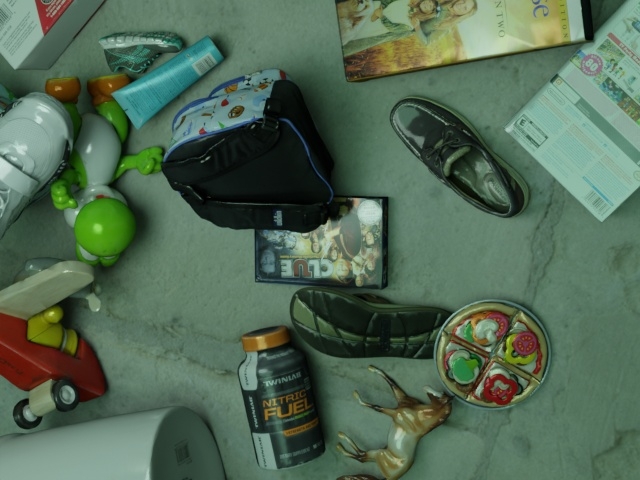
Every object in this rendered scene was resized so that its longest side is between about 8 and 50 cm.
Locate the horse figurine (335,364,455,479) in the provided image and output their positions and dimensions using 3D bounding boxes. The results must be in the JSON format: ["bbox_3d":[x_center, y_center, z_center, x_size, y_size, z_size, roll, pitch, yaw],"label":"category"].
[{"bbox_3d":[0.123,0.353,1.764,0.174,0.066,0.263,26,102,19],"label":"horse figurine"}]

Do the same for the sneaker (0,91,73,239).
[{"bbox_3d":[-0.547,-0.074,1.630,0.137,0.210,0.366,36,120,-16],"label":"sneaker"}]

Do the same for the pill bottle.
[{"bbox_3d":[-0.077,0.282,1.782,0.130,0.130,0.246,-11,94,19],"label":"pill bottle"}]

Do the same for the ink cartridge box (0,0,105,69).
[{"bbox_3d":[-0.572,-0.486,1.839,0.197,0.114,0.273,-43,84,19],"label":"ink cartridge box"}]

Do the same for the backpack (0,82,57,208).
[{"bbox_3d":[-0.618,-0.158,1.829,0.225,0.253,0.191,-31,47,17],"label":"backpack"}]

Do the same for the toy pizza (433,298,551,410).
[{"bbox_3d":[0.296,0.200,1.680,0.201,0.032,0.201,1,102,5],"label":"toy pizza"}]

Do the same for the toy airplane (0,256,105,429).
[{"bbox_3d":[-0.599,0.143,1.856,0.386,0.272,0.384,10,134,3],"label":"toy airplane"}]

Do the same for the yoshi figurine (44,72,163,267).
[{"bbox_3d":[-0.405,-0.122,1.801,0.203,0.203,0.362,-1,100,11],"label":"yoshi figurine"}]

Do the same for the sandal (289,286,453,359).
[{"bbox_3d":[0.093,0.148,1.739,0.302,0.086,0.120,10,108,-1],"label":"sandal"}]

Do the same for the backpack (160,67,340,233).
[{"bbox_3d":[-0.128,-0.152,1.668,0.263,0.213,0.277,-14,133,14],"label":"backpack"}]

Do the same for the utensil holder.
[{"bbox_3d":[-0.408,0.494,1.820,0.385,0.327,0.328,-13,94,17],"label":"utensil holder"}]

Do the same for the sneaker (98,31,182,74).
[{"bbox_3d":[-0.329,-0.347,1.818,0.166,0.065,0.076,3,115,21],"label":"sneaker"}]

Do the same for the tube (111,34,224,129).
[{"bbox_3d":[-0.272,-0.292,1.773,0.207,0.052,0.080,-35,106,2],"label":"tube"}]

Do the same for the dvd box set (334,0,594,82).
[{"bbox_3d":[0.213,-0.436,1.574,0.420,0.062,0.308,-3,98,31],"label":"dvd box set"}]

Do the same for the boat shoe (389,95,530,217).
[{"bbox_3d":[0.230,-0.141,1.642,0.285,0.092,0.103,44,108,7],"label":"boat shoe"}]

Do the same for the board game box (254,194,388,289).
[{"bbox_3d":[0.000,0.000,1.763,0.243,0.042,0.165,2,99,18],"label":"board game box"}]

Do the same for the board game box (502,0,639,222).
[{"bbox_3d":[0.478,-0.215,1.552,0.224,0.097,0.303,46,109,6],"label":"board game box"}]
